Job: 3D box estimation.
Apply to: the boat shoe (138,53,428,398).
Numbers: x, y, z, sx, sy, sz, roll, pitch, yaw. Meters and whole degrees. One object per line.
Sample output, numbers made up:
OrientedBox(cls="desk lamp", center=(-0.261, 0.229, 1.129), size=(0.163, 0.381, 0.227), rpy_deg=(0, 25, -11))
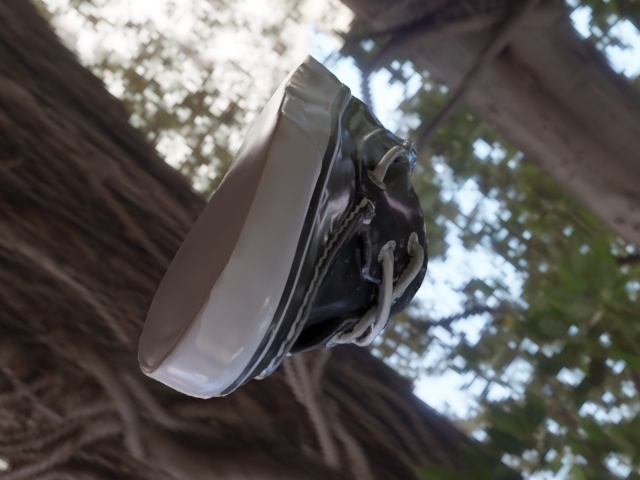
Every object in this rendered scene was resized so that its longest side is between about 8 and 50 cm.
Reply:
OrientedBox(cls="boat shoe", center=(0.000, 0.000, 0.684), size=(0.108, 0.102, 0.301), rpy_deg=(-56, -174, 16))
